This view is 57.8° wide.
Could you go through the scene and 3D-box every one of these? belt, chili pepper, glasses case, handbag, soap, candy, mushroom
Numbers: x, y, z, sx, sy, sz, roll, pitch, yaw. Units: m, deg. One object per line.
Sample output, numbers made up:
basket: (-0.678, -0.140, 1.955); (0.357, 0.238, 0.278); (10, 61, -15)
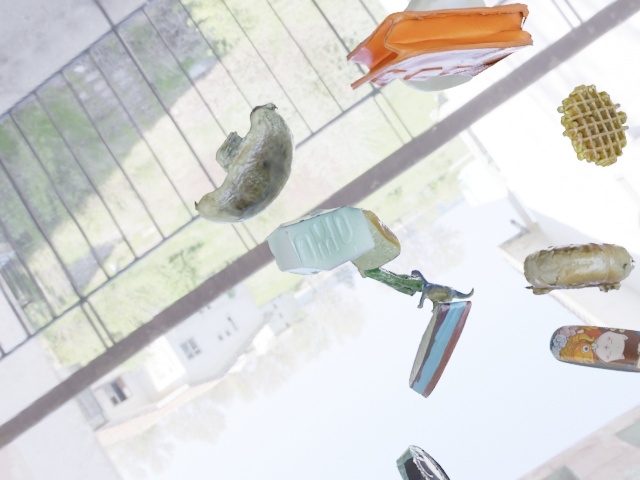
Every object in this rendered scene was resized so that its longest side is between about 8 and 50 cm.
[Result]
belt: (0.300, 0.686, 1.688); (0.078, 0.151, 0.198); (-54, -145, 12)
chili pepper: (0.211, 0.119, 1.754); (0.227, 0.059, 0.088); (17, 144, -37)
glasses case: (0.858, 0.324, 1.751); (0.321, 0.082, 0.122); (0, -130, 43)
handbag: (0.303, -0.490, 1.474); (0.411, 0.116, 0.303); (-12, -177, -21)
soap: (0.000, 0.000, 1.369); (0.231, 0.145, 0.091); (-25, -175, -31)
candy: (0.475, -0.783, 2.236); (0.387, 0.426, 0.186); (-3, -146, -6)
mushroom: (-0.179, -0.182, 1.518); (0.344, 0.130, 0.247); (-55, 152, -9)

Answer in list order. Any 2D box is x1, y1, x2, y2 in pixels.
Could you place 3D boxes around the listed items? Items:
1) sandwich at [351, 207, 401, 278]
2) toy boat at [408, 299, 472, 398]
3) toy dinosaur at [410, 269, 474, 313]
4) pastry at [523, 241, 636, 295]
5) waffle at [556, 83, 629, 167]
sandwich: (0.176, 0.012, 2.296); (0.226, 0.251, 0.087); (-37, -155, 21)
toy boat: (0.322, 0.295, 1.607); (0.136, 0.080, 0.391); (-84, -177, -48)
toy dinosaur: (0.402, 0.146, 1.925); (0.248, 0.075, 0.188); (-22, -138, 35)
pastry: (0.646, 0.075, 1.461); (0.236, 0.120, 0.257); (4, 168, -36)
waffle: (0.593, -0.249, 1.252); (0.191, 0.191, 0.038); (-31, 180, -25)
